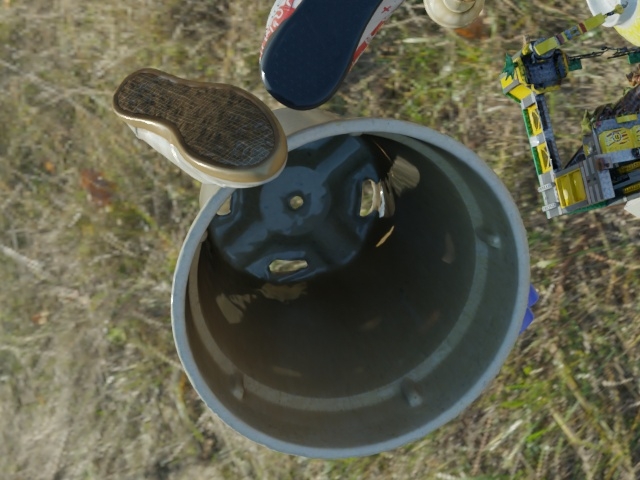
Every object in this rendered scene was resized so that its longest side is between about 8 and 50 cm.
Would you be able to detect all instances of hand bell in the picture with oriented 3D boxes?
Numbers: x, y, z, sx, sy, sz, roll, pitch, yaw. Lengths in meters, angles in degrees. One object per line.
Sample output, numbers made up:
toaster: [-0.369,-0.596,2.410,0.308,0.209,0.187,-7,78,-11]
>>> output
hand bell: [0.273,-0.472,1.953,0.126,0.242,0.126,0,102,-1]

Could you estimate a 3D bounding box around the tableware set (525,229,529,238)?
tableware set: [0.293,-0.003,1.797,0.141,0.168,0.020,-22,63,11]

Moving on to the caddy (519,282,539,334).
caddy: [0.162,0.113,1.518,0.341,0.241,0.179,-41,88,19]

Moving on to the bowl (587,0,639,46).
bowl: [0.527,-0.427,1.664,0.156,0.289,0.289,-19,85,-8]

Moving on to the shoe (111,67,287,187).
shoe: [-0.094,-0.091,0.849,0.076,0.058,0.219,-50,46,-10]

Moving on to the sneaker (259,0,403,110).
sneaker: [0.042,-0.235,0.832,0.090,0.145,0.270,34,106,-14]

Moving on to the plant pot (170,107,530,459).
plant pot: [0.000,0.000,1.049,0.305,0.334,0.333,-122,43,-65]

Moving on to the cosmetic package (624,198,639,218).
cosmetic package: [0.675,-0.049,1.651,0.309,0.160,0.113,30,161,-2]

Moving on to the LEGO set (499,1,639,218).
LEGO set: [0.381,-0.153,1.151,0.192,0.331,0.254,146,121,-79]
